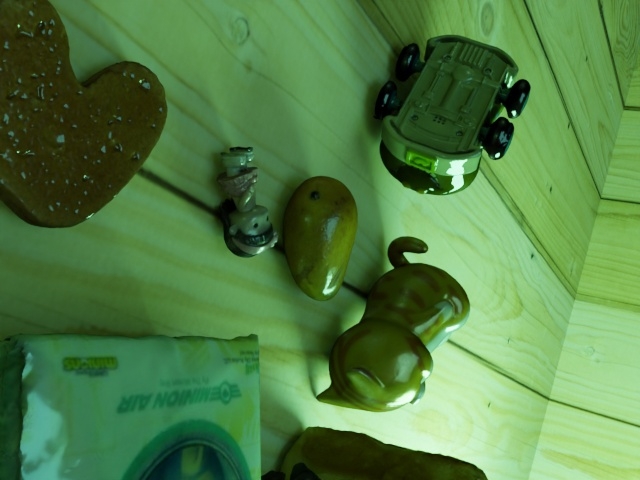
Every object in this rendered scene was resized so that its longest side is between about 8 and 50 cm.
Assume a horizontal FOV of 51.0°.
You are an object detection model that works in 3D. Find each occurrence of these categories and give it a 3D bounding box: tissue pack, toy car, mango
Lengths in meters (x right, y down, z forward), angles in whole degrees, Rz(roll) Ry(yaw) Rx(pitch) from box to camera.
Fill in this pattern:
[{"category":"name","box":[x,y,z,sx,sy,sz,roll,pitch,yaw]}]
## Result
[{"category":"tissue pack","box":[-0.177,0.273,0.548,0.287,0.162,0.388,14,71,-58]},{"category":"toy car","box":[0.194,-0.171,1.044,0.198,0.204,0.248,90,25,-59]},{"category":"mango","box":[-0.003,-0.001,0.868,0.115,0.089,0.165,-7,109,-65]}]

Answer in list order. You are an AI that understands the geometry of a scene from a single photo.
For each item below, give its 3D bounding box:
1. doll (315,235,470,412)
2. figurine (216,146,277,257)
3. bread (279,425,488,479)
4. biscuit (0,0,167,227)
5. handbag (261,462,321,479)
[{"category":"doll","box":[0.121,0.148,1.033,0.270,0.162,0.167,-57,172,-38]},{"category":"figurine","box":[-0.086,-0.042,0.764,0.072,0.054,0.129,-47,130,-60]},{"category":"bread","box":[0.092,0.371,0.936,0.132,0.294,0.167,-43,133,-48]},{"category":"biscuit","box":[-0.217,-0.116,0.553,0.186,0.036,0.192,-60,142,-30]},{"category":"handbag","box":[-0.092,0.433,0.815,0.285,0.113,0.257,-24,113,-27]}]
